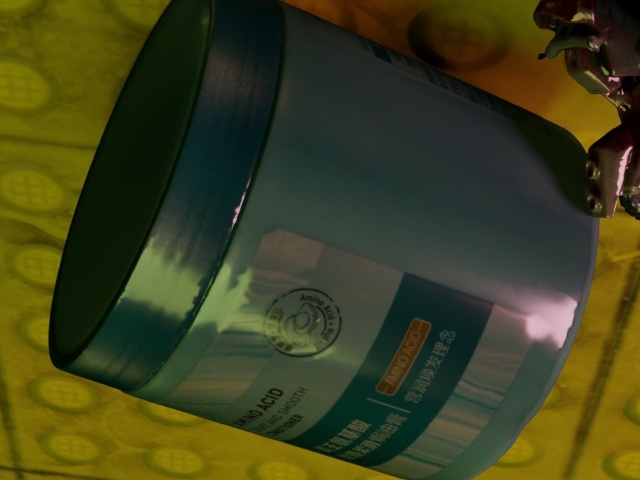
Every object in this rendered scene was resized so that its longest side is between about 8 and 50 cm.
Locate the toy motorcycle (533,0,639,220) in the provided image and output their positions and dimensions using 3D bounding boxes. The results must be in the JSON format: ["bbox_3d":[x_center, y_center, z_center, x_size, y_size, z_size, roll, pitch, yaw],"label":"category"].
[{"bbox_3d":[0.223,-0.117,1.231,0.122,0.213,0.082,-5,-177,-14],"label":"toy motorcycle"}]

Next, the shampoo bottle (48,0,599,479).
[{"bbox_3d":[0.000,0.000,1.327,0.343,0.331,0.331,20,142,-19],"label":"shampoo bottle"}]
